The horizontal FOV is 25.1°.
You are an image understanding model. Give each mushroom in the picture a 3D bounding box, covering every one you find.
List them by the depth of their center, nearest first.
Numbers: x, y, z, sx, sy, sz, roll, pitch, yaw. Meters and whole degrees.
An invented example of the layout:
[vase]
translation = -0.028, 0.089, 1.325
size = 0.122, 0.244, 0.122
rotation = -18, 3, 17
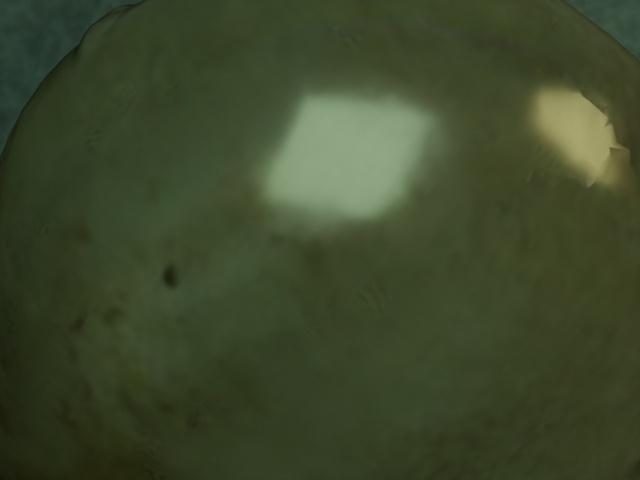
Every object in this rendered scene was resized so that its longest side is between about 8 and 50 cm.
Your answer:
[mushroom]
translation = 0.000, 0.000, 0.552
size = 0.292, 0.292, 0.290
rotation = -10, 42, -7
